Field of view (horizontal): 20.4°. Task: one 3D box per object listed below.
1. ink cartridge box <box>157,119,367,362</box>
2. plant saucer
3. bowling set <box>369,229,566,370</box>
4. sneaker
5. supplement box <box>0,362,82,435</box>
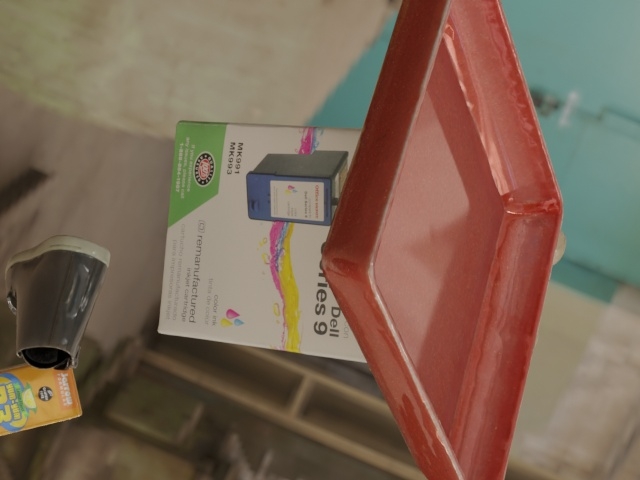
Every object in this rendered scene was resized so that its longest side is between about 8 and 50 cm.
[{"bbox_3d":[0.000,0.000,1.215,0.093,0.212,0.154,5,91,-54],"label":"ink cartridge box"},{"bbox_3d":[0.074,-0.003,1.039,0.259,0.048,0.258,65,34,-47],"label":"plant saucer"},{"bbox_3d":[0.119,0.097,1.820,0.287,0.154,0.200,-30,127,-31],"label":"bowling set"},{"bbox_3d":[-0.277,0.076,1.748,0.222,0.083,0.118,144,-37,-65],"label":"sneaker"},{"bbox_3d":[-0.404,0.197,2.109,0.080,0.233,0.078,168,-92,-75],"label":"supplement box"}]
